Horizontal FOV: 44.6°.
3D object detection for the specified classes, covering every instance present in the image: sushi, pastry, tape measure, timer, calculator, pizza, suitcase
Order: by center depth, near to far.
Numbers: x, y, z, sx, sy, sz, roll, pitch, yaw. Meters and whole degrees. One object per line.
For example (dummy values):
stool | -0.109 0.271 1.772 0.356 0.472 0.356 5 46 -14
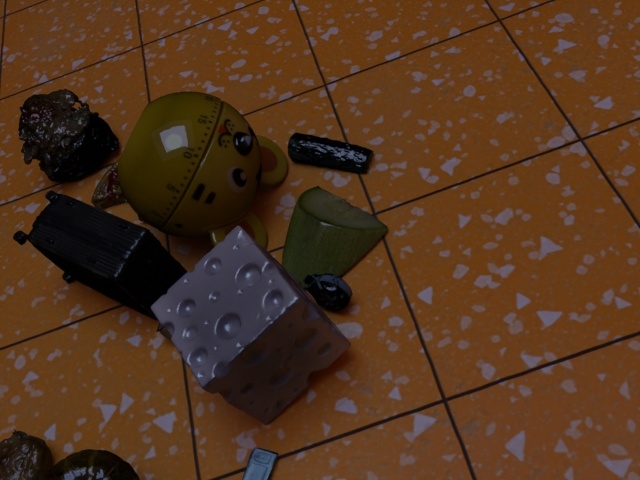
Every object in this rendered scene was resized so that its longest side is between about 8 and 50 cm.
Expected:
calculator | -0.132 0.472 1.457 0.057 0.018 0.172 6 55 24
pastry | -0.622 0.466 1.591 0.153 0.081 0.153 -4 59 7
tape measure | 0.020 0.110 1.649 0.094 0.091 0.054 2 45 42
suitcase | -0.492 0.040 1.785 0.335 0.230 0.152 21 70 30
timer | -0.264 -0.161 1.827 0.386 0.376 0.376 26 55 -16
pizza | -0.499 -0.154 2.050 0.198 0.062 0.188 10 59 24
sushi | -0.701 -0.293 2.126 0.225 0.219 0.238 -30 49 -1

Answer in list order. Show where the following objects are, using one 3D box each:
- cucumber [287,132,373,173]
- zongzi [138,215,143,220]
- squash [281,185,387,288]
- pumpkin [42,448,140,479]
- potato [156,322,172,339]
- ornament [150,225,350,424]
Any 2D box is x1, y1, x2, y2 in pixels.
cucumber | 0.025 -0.222 1.922 0.211 0.062 0.078 11 57 26
zongzi | -0.413 -0.076 1.981 0.076 0.040 0.083 13 40 19
squash | 0.000 0.000 1.787 0.236 0.155 0.204 30 30 36
pumpkin | -0.432 0.499 1.453 0.218 0.162 0.219 2 69 -5
potato | -0.241 0.125 1.719 0.243 0.098 0.138 -38 24 22
ornament | -0.134 0.167 1.526 0.239 0.240 0.240 -44 51 -1
